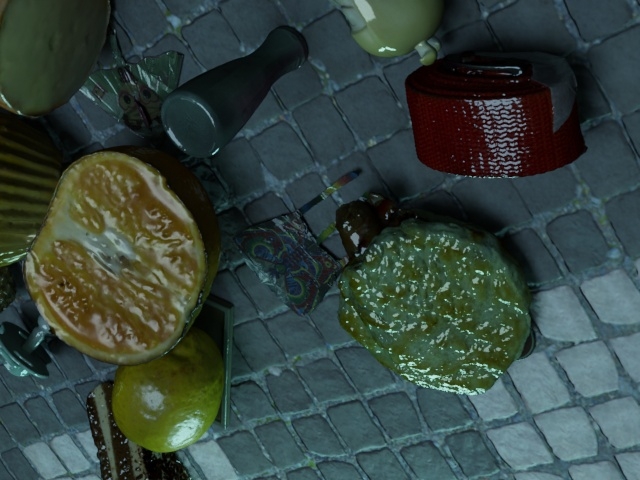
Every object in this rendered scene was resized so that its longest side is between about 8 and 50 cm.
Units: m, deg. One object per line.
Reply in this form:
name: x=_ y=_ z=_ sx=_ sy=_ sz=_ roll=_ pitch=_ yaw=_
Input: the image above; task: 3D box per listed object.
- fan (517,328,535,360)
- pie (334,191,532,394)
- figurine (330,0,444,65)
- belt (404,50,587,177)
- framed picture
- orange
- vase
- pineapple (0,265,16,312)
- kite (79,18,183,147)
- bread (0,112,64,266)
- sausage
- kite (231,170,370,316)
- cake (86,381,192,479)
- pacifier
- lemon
fan: x=0.230 y=0.098 z=1.697 sx=0.085 sy=0.005 sz=0.133 roll=8 pitch=125 yaw=33
pie: x=0.138 y=0.076 z=1.680 sx=0.257 sy=0.105 sz=0.275 roll=13 pitch=130 yaw=17
figurine: x=0.017 y=-0.357 z=1.436 sx=0.274 sy=0.227 sz=0.394 roll=-36 pitch=103 yaw=17
belt: x=0.189 y=-0.148 z=1.468 sx=0.200 sy=0.128 sz=0.124 roll=7 pitch=125 yaw=34
framed picture: x=-0.214 y=0.163 z=2.058 sx=0.184 sy=0.016 sz=0.250 roll=22 pitch=130 yaw=23
orange: x=-0.268 y=0.024 z=1.837 sx=0.274 sy=0.274 sz=0.310 roll=29 pitch=92 yaw=17
vase: x=-0.094 y=-0.184 z=1.586 sx=0.086 sy=0.214 sz=0.086 roll=20 pitch=132 yaw=24
pineapple: x=-0.555 y=0.025 z=2.153 sx=0.108 sy=0.108 sz=0.198 roll=5 pitch=116 yaw=33
kite: x=-0.271 y=-0.236 z=1.825 sx=0.229 sy=0.012 sz=0.250 roll=-5 pitch=115 yaw=37
bread: x=-0.460 y=-0.069 z=1.953 sx=0.139 sy=0.240 sz=0.240 roll=9 pitch=136 yaw=-17
sausage: x=-0.446 y=-0.317 z=1.738 sx=0.287 sy=0.233 sz=0.233 roll=28 pitch=133 yaw=22
kite: x=0.000 y=0.000 z=1.791 sx=0.152 sy=0.015 sz=0.285 roll=48 pitch=137 yaw=-6
cake: x=-0.294 y=0.351 z=2.231 sx=0.112 sy=0.135 sz=0.246 roll=-23 pitch=76 yaw=31
pacifier: x=-0.474 y=0.158 z=2.187 sx=0.126 sy=0.150 sz=0.117 roll=40 pitch=98 yaw=-9
lemon: x=-0.224 y=0.216 z=1.969 sx=0.170 sy=0.170 sz=0.207 roll=31 pitch=134 yaw=14
